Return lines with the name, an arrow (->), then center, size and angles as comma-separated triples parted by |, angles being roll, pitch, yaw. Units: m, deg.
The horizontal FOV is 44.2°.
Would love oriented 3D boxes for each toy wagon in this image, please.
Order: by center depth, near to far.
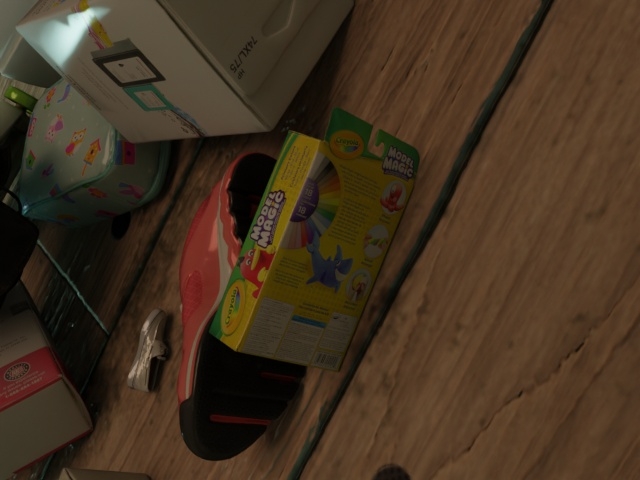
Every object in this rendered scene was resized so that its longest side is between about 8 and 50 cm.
toy wagon -> -0.519, -0.110, 1.215 | 0.267, 0.068, 0.344 | -63, 10, -5

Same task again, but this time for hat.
hat -> -0.444, 0.031, 0.993 | 0.331, 0.134, 0.331 | -52, 9, 12

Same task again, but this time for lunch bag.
lunch bag -> -0.309, -0.145, 1.096 | 0.279, 0.108, 0.224 | -16, 63, 42

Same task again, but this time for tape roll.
tape roll -> -0.458, -0.381, 1.236 | 0.169, 0.246, 0.246 | -50, 46, 21

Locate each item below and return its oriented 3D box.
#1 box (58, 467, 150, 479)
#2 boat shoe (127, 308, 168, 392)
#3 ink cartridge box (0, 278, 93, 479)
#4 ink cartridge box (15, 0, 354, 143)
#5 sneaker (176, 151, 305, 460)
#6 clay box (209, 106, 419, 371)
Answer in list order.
box -> -0.262, 0.392, 0.846 | 0.094, 0.113, 0.275 | 24, 91, 49
boat shoe -> -0.197, 0.132, 0.937 | 0.035, 0.035, 0.100 | 14, 81, 20
ink cartridge box -> -0.453, 0.180, 1.047 | 0.207, 0.117, 0.283 | -28, 41, -17
ink cartridge box -> -0.148, -0.246, 0.863 | 0.270, 0.197, 0.198 | 3, 55, 46
sneaker -> -0.092, 0.070, 0.812 | 0.136, 0.116, 0.313 | -25, 51, 50
clay box -> 0.000, 0.000, 0.708 | 0.053, 0.127, 0.222 | 23, 92, 47
